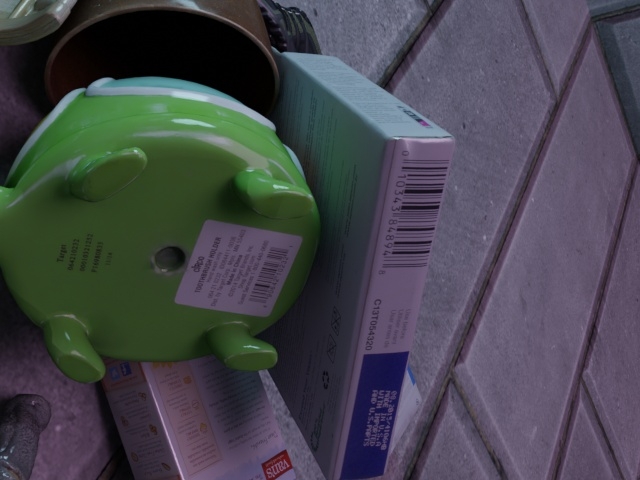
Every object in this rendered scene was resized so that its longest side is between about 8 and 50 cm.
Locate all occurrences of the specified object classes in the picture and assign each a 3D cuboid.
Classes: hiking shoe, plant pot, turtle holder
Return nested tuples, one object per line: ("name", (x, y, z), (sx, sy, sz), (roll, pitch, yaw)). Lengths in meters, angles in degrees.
("hiking shoe", (-0.062, -0.260, 1.155), (0.227, 0.086, 0.114), (49, 31, -46))
("plant pot", (-0.155, -0.238, 0.911), (0.215, 0.215, 0.230), (34, 42, -48))
("turtle holder", (-0.170, -0.021, 0.786), (0.227, 0.321, 0.243), (-114, -168, -52))

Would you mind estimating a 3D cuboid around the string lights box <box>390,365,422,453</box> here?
("string lights box", (0.040, 0.143, 1.199), (0.133, 0.077, 0.259), (-45, 120, -51))

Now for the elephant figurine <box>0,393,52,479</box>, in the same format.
("elephant figurine", (-0.274, 0.221, 0.675), (0.186, 0.239, 0.169), (4, 95, -29))

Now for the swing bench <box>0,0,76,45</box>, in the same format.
("swing bench", (-0.283, -0.328, 0.758), (0.254, 0.165, 0.253), (56, 40, -37))

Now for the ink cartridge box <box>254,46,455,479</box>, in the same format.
("ink cartridge box", (0.000, 0.000, 0.882), (0.072, 0.330, 0.324), (-1, 116, -21))

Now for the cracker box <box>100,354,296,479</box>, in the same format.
("cracker box", (-0.129, 0.162, 0.921), (0.156, 0.067, 0.232), (-13, 81, -56))
